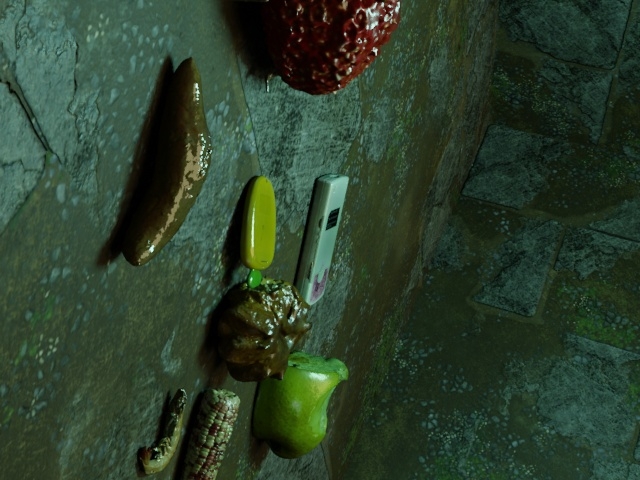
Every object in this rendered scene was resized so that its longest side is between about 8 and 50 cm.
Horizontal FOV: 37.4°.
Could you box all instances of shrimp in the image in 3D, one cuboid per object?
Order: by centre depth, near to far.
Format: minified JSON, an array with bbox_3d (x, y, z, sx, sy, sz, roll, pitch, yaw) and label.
[{"bbox_3d":[-0.308,0.374,1.833,0.124,0.034,0.178,-19,128,-62],"label":"shrimp"}]

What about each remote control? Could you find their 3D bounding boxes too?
[{"bbox_3d":[-0.001,0.000,2.426,0.145,0.050,0.343,-25,129,-68],"label":"remote control"}]

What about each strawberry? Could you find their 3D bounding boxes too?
[{"bbox_3d":[-0.005,-0.397,1.738,0.292,0.292,0.343,-54,169,-48],"label":"strawberry"}]

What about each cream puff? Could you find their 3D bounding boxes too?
[{"bbox_3d":[-0.125,0.183,2.046,0.269,0.155,0.241,-51,148,-38],"label":"cream puff"}]

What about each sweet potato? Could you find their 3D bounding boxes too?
[{"bbox_3d":[-0.228,-0.118,1.518,0.114,0.092,0.341,20,86,-57],"label":"sweet potato"}]

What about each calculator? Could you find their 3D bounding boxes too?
[{"bbox_3d":[-0.128,-0.017,1.965,0.146,0.032,0.234,12,80,-72],"label":"calculator"}]

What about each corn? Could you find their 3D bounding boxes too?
[{"bbox_3d":[-0.243,0.438,2.014,0.086,0.086,0.253,9,100,-73],"label":"corn"}]

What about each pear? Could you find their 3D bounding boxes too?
[{"bbox_3d":[-0.057,0.438,2.457,0.286,0.176,0.281,5,102,-72],"label":"pear"}]
